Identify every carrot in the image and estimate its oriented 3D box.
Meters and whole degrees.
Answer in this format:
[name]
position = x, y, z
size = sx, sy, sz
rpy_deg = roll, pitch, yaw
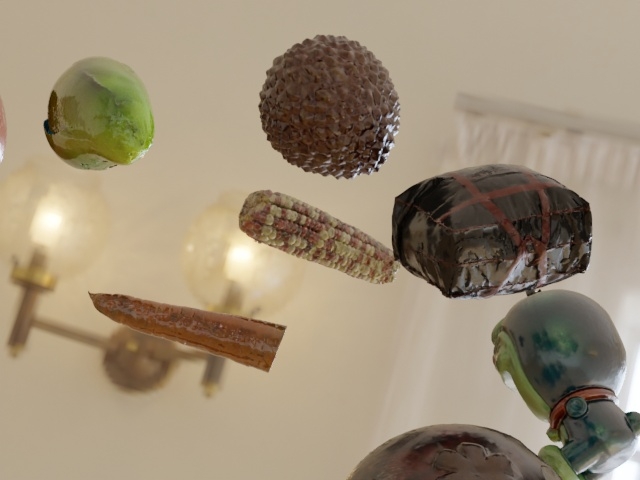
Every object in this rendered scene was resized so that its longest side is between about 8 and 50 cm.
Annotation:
[carrot]
position = -0.152, 0.095, 1.738
size = 0.224, 0.057, 0.057
rpy_deg = 14, -19, 0

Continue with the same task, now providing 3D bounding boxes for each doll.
[doll]
position = 0.360, 0.204, 2.264
size = 0.186, 0.322, 0.198
rpy_deg = -28, -24, 13

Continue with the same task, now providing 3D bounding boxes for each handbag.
[handbag]
position = 0.210, -0.010, 1.917
size = 0.215, 0.155, 0.169
rpy_deg = -12, 26, -22

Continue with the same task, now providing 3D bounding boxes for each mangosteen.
[mangosteen]
position = 0.150, 0.384, 1.802
size = 0.306, 0.306, 0.359
rpy_deg = 13, -54, 7

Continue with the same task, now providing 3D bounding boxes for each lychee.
[lychee]
position = 0.020, -0.159, 1.946
size = 0.188, 0.188, 0.188
rpy_deg = 14, -19, 5

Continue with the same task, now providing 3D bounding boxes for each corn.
[corn]
position = 0.000, 0.000, 2.170
size = 0.237, 0.079, 0.079
rpy_deg = 25, -21, -13

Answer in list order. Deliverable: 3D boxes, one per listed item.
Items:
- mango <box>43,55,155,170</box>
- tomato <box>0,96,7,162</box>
[mango]
position = -0.239, -0.132, 1.708
size = 0.111, 0.125, 0.233
rpy_deg = 2, 21, -22
[tomato]
position = -0.550, -0.157, 2.097
size = 0.270, 0.270, 0.227
rpy_deg = 18, -48, -5
